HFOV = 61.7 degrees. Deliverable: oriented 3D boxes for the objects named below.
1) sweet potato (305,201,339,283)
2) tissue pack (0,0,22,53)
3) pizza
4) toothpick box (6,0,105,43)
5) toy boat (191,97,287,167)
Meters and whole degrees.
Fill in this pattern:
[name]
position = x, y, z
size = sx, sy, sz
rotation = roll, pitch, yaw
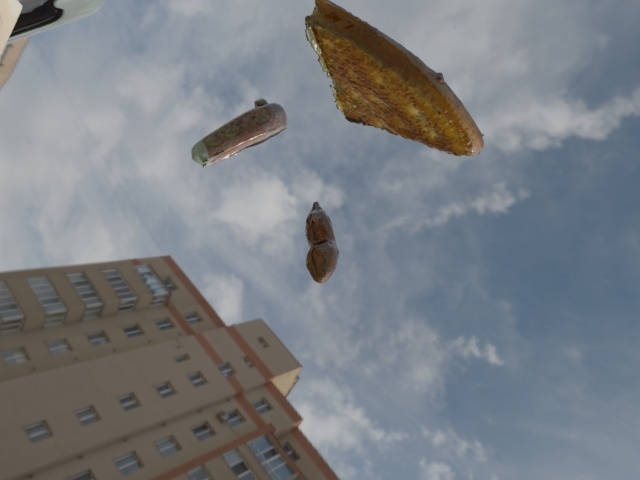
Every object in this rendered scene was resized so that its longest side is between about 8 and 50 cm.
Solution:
[sweet potato]
position = 0.001, 0.003, 0.896
size = 0.051, 0.218, 0.065
rotation = -23, -57, 13
[tissue pack]
position = -0.505, -0.199, 0.671
size = 0.071, 0.170, 0.325
rotation = 27, -90, -5
[pizza]
position = 0.063, -0.131, 0.495
size = 0.184, 0.176, 0.036
rotation = 35, -95, -1
[toothpick box]
position = -0.503, -0.447, 0.840
size = 0.263, 0.354, 0.263
rotation = 53, -20, 29
[toy boat]
position = -0.180, -0.241, 1.163
size = 0.085, 0.227, 0.155
rotation = 64, -10, -5
